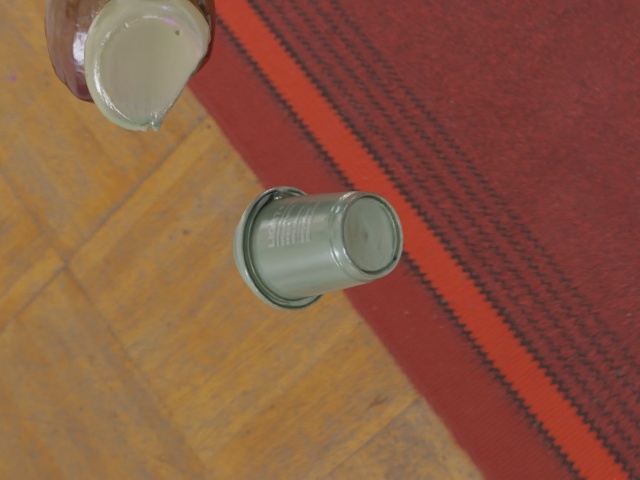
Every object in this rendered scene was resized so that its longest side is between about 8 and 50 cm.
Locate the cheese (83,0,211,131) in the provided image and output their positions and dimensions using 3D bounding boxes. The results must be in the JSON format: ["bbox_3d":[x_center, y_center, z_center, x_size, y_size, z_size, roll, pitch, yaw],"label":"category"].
[{"bbox_3d":[-0.124,-0.166,0.851,0.092,0.047,0.171,20,113,-19],"label":"cheese"}]

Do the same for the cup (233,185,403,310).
[{"bbox_3d":[0.000,0.000,1.022,0.141,0.120,0.120,-14,83,48],"label":"cup"}]

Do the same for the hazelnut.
[{"bbox_3d":[-0.193,-0.245,1.170,0.181,0.212,0.181,-39,100,26],"label":"hazelnut"}]
